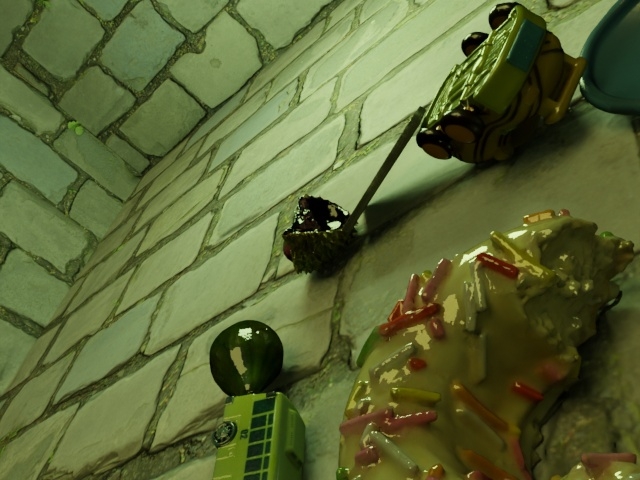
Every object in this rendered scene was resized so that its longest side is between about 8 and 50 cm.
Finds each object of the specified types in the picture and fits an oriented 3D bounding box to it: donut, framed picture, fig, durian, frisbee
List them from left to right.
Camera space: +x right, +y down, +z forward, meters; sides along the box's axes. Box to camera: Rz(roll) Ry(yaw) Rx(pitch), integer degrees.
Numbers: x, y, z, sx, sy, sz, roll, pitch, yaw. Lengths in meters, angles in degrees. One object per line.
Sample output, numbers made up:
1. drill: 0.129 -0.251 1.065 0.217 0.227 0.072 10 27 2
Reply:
1. fig: -0.106 0.179 0.809 0.117 0.117 0.177 -47 9 1
2. durian: -0.002 0.003 0.970 0.186 0.119 0.108 -76 -3 -64
3. framed picture: 0.104 -0.115 0.907 0.203 0.015 0.150 -59 -1 25
4. donut: 0.144 0.146 0.432 0.307 0.150 0.371 -37 28 22
5. frisbee: 0.442 -0.247 0.651 0.289 0.049 0.289 -37 30 26

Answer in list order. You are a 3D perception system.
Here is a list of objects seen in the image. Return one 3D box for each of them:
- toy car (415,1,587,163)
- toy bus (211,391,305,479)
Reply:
1. toy car: 0.244 -0.196 0.781 0.200 0.142 0.248 -63 7 -9
2. toy bus: -0.071 0.266 0.657 0.101 0.088 0.175 -17 36 15
